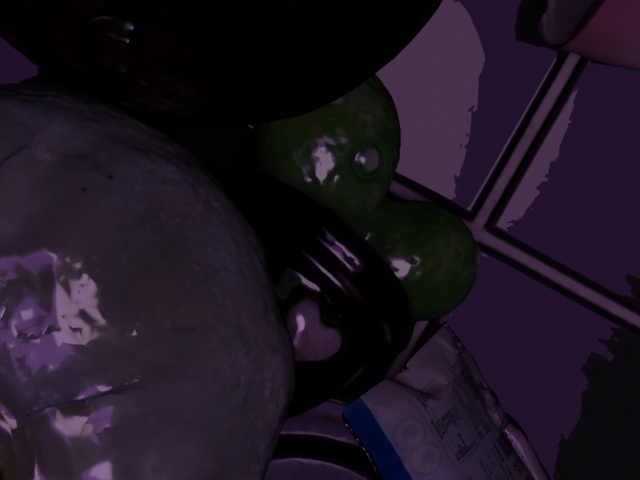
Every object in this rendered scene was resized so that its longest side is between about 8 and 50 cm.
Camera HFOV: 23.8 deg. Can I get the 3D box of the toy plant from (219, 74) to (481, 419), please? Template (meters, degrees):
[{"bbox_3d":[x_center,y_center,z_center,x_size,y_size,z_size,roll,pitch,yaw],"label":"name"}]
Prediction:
[{"bbox_3d":[0.000,0.000,1.094,0.218,0.175,0.235,48,68,-13],"label":"toy plant"}]

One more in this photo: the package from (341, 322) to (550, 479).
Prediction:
[{"bbox_3d":[0.100,0.162,1.112,0.027,0.173,0.171,-28,92,39],"label":"package"}]

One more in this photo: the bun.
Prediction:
[{"bbox_3d":[-0.188,0.089,0.939,0.362,0.211,0.361,3,111,9],"label":"bun"}]

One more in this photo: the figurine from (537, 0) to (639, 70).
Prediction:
[{"bbox_3d":[0.347,-0.219,1.028,0.316,0.206,0.284,11,111,-14],"label":"figurine"}]

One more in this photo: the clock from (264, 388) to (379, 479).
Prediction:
[{"bbox_3d":[-0.023,0.266,1.173,0.325,0.067,0.325,0,99,0],"label":"clock"}]

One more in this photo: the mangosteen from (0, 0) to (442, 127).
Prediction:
[{"bbox_3d":[-0.061,-0.285,0.971,0.382,0.382,0.435,36,60,-5],"label":"mangosteen"}]
